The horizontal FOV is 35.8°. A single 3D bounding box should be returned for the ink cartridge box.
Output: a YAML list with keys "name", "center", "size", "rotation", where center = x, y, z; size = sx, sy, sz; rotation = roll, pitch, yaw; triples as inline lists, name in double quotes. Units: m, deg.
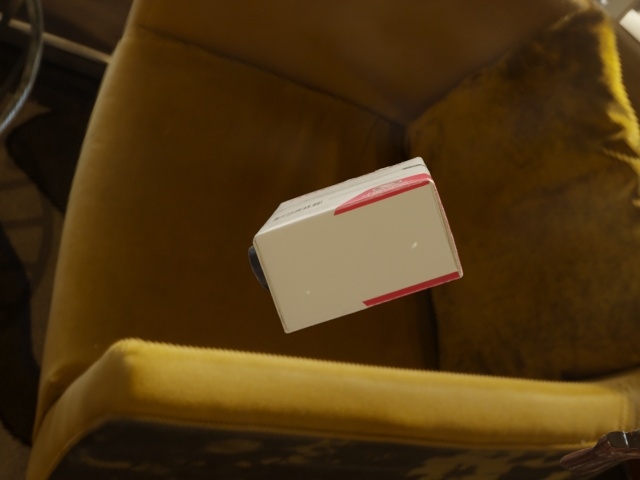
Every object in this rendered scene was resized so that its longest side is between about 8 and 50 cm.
- name: "ink cartridge box"
  center: [0.039, -0.004, 0.993]
  size: [0.172, 0.237, 0.100]
  rotation: [-18, 98, 6]

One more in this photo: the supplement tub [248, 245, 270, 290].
- name: "supplement tub"
  center: [0.000, 0.000, 1.382]
  size: [0.106, 0.198, 0.106]
  rotation: [59, 15, -26]

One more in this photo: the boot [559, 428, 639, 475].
- name: "boot"
  center: [0.376, 0.275, 1.264]
  size: [0.106, 0.114, 0.037]
  rotation: [12, 55, -15]
